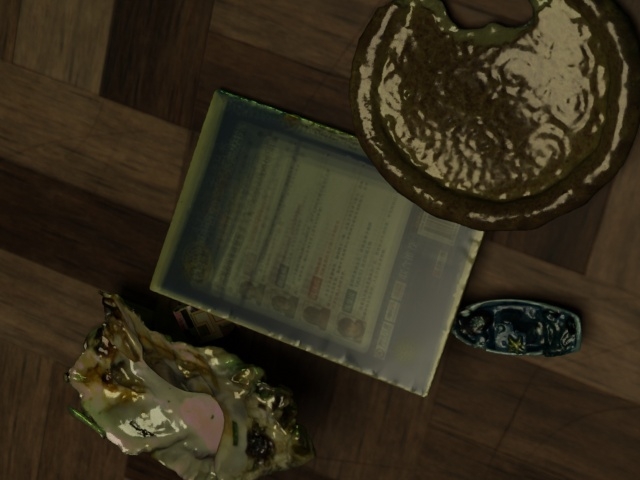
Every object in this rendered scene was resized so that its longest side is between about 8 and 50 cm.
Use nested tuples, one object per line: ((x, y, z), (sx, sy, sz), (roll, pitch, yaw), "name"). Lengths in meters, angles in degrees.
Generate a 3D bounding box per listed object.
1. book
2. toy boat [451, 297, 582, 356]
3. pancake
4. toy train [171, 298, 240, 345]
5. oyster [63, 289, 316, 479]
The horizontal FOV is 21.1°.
((0.000, 0.000, 1.749), (0.322, 0.018, 0.228), (21, 96, 17), "book")
((0.193, 0.087, 1.705), (0.137, 0.061, 0.060), (7, 111, 24), "toy boat")
((0.165, -0.144, 1.641), (0.288, 0.033, 0.286), (32, 115, 15), "pancake")
((-0.096, 0.056, 1.835), (0.138, 0.050, 0.087), (-20, 104, 28), "toy train")
((-0.133, 0.174, 1.859), (0.354, 0.107, 0.201), (25, 123, 37), "oyster")
